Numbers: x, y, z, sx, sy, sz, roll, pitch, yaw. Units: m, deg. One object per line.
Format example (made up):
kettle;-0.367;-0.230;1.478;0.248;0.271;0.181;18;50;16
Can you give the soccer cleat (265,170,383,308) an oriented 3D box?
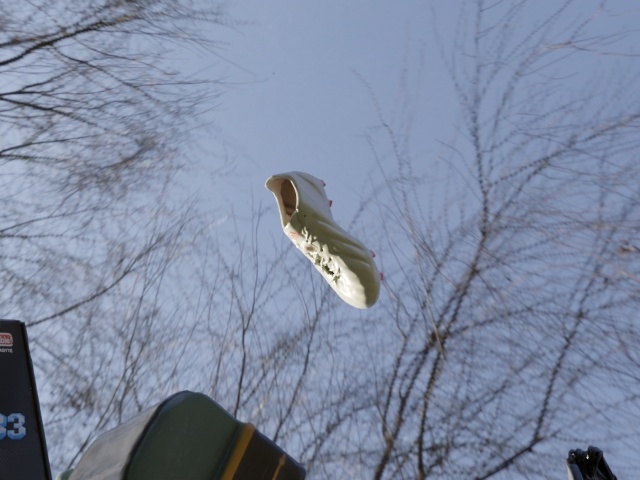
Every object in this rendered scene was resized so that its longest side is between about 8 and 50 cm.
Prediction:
soccer cleat;0.000;0.000;1.243;0.076;0.196;0.068;2;-44;-42

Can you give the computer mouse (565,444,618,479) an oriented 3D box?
computer mouse;0.358;0.357;1.275;0.060;0.262;0.184;-28;-56;25

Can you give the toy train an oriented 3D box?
toy train;-0.121;0.225;0.767;0.190;0.142;0.334;43;-45;-15

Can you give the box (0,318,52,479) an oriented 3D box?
box;-0.405;0.219;1.090;0.073;0.295;0.293;-25;-111;33
